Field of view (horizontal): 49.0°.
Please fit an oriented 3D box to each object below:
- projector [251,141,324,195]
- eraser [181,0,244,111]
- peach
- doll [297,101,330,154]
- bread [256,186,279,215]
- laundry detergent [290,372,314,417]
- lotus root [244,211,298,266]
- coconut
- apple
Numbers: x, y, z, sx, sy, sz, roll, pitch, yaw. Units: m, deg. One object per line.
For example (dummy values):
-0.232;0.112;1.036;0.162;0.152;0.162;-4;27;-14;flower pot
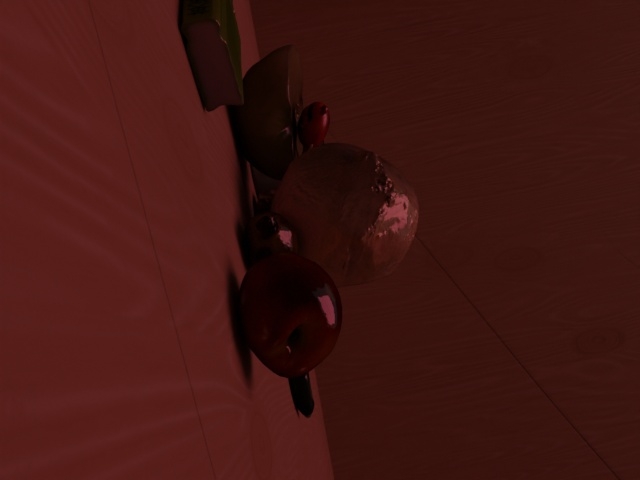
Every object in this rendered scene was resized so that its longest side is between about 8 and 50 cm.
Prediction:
-0.092;-0.223;2.351;0.248;0.249;0.248;-100;178;-53;projector
-0.220;-0.424;1.443;0.210;0.092;0.274;78;3;-46;eraser
-0.060;0.143;1.367;0.243;0.200;0.243;174;-90;-82;peach
-0.026;-0.306;1.969;0.217;0.085;0.183;127;-28;-68;doll
-0.082;0.022;2.162;0.236;0.183;0.388;-85;164;-79;bread
-0.057;0.479;2.247;0.137;0.063;0.211;-111;-171;-56;laundry detergent
-0.117;0.009;1.663;0.260;0.128;0.145;95;-30;-67;lotus root
0.068;-0.079;1.837;0.404;0.405;0.404;-11;90;-89;coconut
-0.104;-0.363;2.007;0.312;0.320;0.360;40;20;-15;apple
